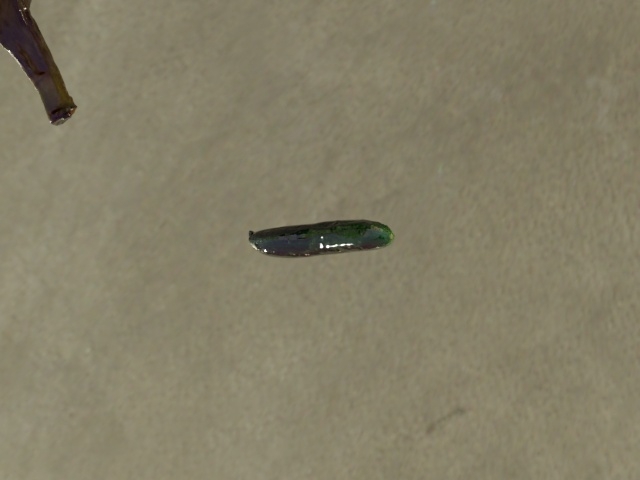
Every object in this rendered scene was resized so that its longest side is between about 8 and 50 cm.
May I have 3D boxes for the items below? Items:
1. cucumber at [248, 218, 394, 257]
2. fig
[{"bbox_3d":[0.000,0.000,1.353,0.184,0.033,0.036,-6,155,43],"label":"cucumber"},{"bbox_3d":[-0.334,-0.226,1.322,0.190,0.191,0.290,-21,105,23],"label":"fig"}]
